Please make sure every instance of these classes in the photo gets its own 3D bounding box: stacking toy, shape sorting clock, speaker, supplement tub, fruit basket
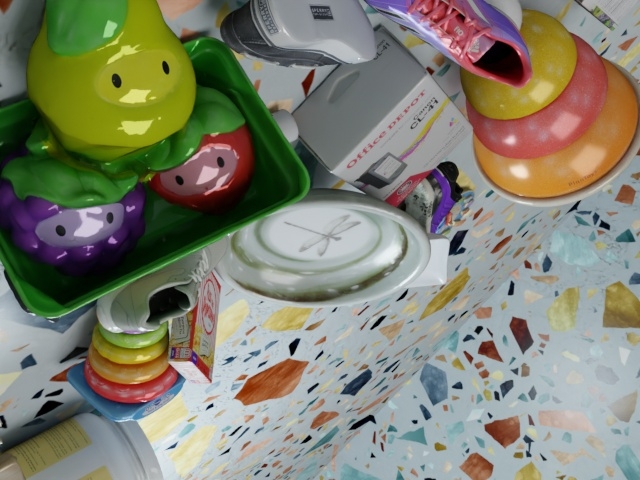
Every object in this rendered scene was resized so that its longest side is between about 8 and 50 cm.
[{"bbox_3d":[-0.317,0.141,1.303,0.175,0.166,0.301,-29,141,-46],"label":"stacking toy"},{"bbox_3d":[0.332,-0.054,2.027,0.206,0.040,0.206,-32,156,-17],"label":"shape sorting clock"},{"bbox_3d":[-0.102,-0.153,1.178,0.136,0.055,0.055,-28,154,-25],"label":"speaker"},{"bbox_3d":[-0.498,0.483,1.484,0.331,0.241,0.241,-25,152,-31],"label":"supplement tub"},{"bbox_3d":[-0.212,-0.111,0.867,0.392,0.282,0.392,-31,173,-5],"label":"fruit basket"},{"bbox_3d":[0.376,-0.307,1.406,0.351,0.350,0.480,-43,140,6],"label":"stacking toy"}]

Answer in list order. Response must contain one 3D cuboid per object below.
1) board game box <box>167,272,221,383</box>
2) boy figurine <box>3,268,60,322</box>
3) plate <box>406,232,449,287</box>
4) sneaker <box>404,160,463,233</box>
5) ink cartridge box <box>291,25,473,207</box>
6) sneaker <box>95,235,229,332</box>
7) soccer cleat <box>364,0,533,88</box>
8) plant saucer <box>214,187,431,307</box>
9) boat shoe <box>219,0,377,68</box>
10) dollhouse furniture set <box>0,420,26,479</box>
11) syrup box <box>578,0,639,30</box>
[{"bbox_3d":[-0.223,0.143,1.373,0.045,0.193,0.146,-1,156,6],"label":"board game box"},{"bbox_3d":[-0.301,-0.002,1.105,0.285,0.092,0.177,-35,156,-2],"label":"boy figurine"},{"bbox_3d":[0.160,0.048,1.811,0.278,0.045,0.277,-5,155,6],"label":"plate"},{"bbox_3d":[0.270,-0.081,1.807,0.146,0.102,0.293,-33,156,-18],"label":"sneaker"},{"bbox_3d":[0.115,-0.197,1.334,0.226,0.131,0.306,-45,158,12],"label":"ink cartridge box"},{"bbox_3d":[-0.217,0.066,1.211,0.262,0.121,0.099,-44,129,-39],"label":"sneaker"},{"bbox_3d":[0.192,-0.322,1.128,0.318,0.116,0.108,20,126,-33],"label":"soccer cleat"},{"bbox_3d":[0.000,0.000,1.426,0.401,0.100,0.400,-2,150,-1],"label":"plant saucer"},{"bbox_3d":[-0.022,-0.278,1.033,0.102,0.108,0.301,-16,-176,31],"label":"boat shoe"},{"bbox_3d":[-0.482,0.175,0.739,0.257,0.362,0.394,-30,148,-29],"label":"dollhouse furniture set"},{"bbox_3d":[0.535,-0.493,1.483,0.096,0.093,0.237,-51,155,25],"label":"syrup box"}]
